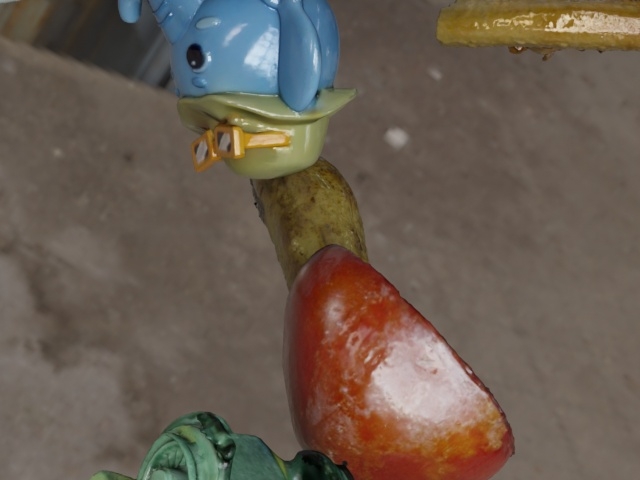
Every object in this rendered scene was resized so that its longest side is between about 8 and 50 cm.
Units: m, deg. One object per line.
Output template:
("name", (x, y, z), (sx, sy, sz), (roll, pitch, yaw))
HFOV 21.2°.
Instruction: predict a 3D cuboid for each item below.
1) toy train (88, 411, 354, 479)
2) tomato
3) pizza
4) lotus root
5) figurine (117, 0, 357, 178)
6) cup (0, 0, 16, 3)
("toy train", (-0.051, 0.279, 1.053), (0.150, 0.237, 0.369), (27, 21, -42))
("tomato", (0.040, 0.128, 1.392), (0.233, 0.139, 0.200), (46, -14, 1))
("pizza", (0.234, -0.191, 1.534), (0.271, 0.056, 0.134), (-2, 3, -18))
("lotus root", (0.000, 0.000, 1.712), (0.110, 0.097, 0.258), (39, 24, -51))
("figurine", (-0.060, -0.174, 1.333), (0.154, 0.180, 0.262), (8, 63, -52))
("cup", (-0.231, -0.356, 1.231), (0.347, 0.347, 0.163), (60, 1, 36))
